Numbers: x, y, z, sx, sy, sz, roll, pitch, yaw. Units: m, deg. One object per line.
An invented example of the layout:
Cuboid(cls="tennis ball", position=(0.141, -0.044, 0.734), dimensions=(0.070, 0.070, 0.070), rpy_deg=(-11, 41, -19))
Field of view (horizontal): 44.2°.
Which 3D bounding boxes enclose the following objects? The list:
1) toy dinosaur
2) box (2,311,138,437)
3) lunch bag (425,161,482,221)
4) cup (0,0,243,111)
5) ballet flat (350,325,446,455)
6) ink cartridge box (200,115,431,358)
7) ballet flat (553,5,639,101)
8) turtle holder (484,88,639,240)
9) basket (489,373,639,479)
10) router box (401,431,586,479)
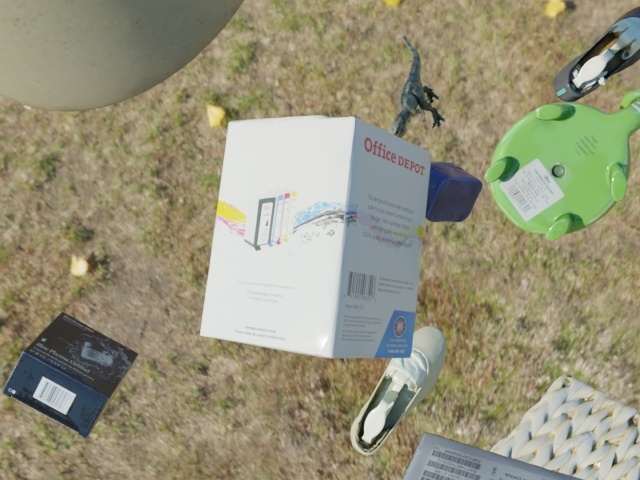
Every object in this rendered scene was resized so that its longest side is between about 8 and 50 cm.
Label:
Cuboid(cls="toy dinosaur", position=(0.206, -0.303, 1.660), dimensions=(0.064, 0.118, 0.268), rpy_deg=(-21, 50, 46))
Cuboid(cls="box", position=(-0.412, 0.220, 1.315), dimensions=(0.156, 0.158, 0.093), rpy_deg=(30, 109, -5))
Cuboid(cls="lunch bag", position=(0.160, -0.067, 1.039), dimensions=(0.065, 0.098, 0.067), rpy_deg=(42, 120, 40))
Cuboid(cls="cup", position=(-0.220, -0.277, 0.517), dimensions=(0.331, 0.237, 0.331), rpy_deg=(-3, 81, 21))
Cuboid(cls="ballet flat", position=(0.128, 0.253, 1.316), dimensions=(0.086, 0.086, 0.248), rpy_deg=(32, 93, 22))
Cuboid(cls="ink cartridge box", position=(0.000, 0.000, 0.842), dimensions=(0.168, 0.171, 0.232), rpy_deg=(4, 84, 34))
Cuboid(cls="ballet flat", position=(0.446, -0.287, 1.202), dimensions=(0.203, 0.074, 0.074), rpy_deg=(-40, 63, 6))
Cuboid(cls="turtle holder", position=(0.469, -0.167, 1.495), dimensions=(0.243, 0.227, 0.320), rpy_deg=(26, 107, 14))
Cuboid(cls="basket", position=(0.280, 0.376, 0.843), dimensions=(0.331, 0.328, 0.266), rpy_deg=(-40, 52, -20))
Cuboid(cls="router box", position=(0.184, 0.247, 0.402), dimensions=(0.309, 0.242, 0.081), rpy_deg=(12, 39, 23))
